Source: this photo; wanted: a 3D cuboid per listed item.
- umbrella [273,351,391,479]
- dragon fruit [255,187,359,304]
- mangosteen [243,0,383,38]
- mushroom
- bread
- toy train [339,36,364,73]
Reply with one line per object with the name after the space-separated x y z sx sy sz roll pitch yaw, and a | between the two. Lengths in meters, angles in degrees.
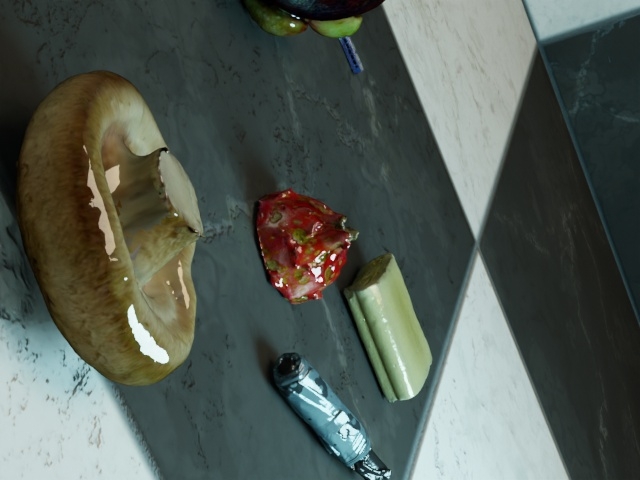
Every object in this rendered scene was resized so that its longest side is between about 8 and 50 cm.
0.014 0.220 1.632 0.053 0.052 0.250 45 -7 49 | umbrella
0.000 0.000 1.681 0.153 0.111 0.153 -12 90 -69 | dragon fruit
-0.002 -0.404 1.786 0.288 0.288 0.288 50 31 -46 | mangosteen
-0.179 -0.014 1.191 0.278 0.146 0.278 -13 90 -79 | mushroom
0.098 0.122 1.898 0.178 0.060 0.139 69 22 -14 | bread
0.046 -0.305 2.146 0.083 0.017 0.017 66 21 -18 | toy train
